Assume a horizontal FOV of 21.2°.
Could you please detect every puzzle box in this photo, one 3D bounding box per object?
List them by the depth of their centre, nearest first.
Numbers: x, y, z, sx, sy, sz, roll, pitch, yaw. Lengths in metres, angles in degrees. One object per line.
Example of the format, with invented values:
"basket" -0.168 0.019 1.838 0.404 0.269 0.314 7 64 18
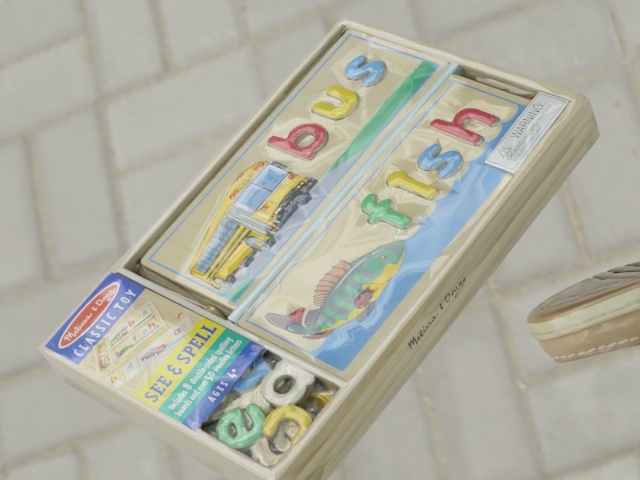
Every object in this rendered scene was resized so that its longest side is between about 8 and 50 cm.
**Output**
"puzzle box" 0.000 0.000 1.370 0.272 0.052 0.409 23 63 38

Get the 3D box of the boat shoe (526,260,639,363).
"boat shoe" 0.322 0.062 1.327 0.341 0.121 0.110 -10 92 -20
